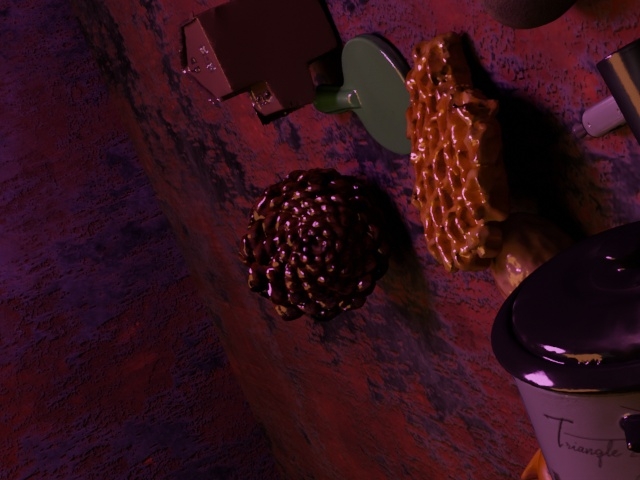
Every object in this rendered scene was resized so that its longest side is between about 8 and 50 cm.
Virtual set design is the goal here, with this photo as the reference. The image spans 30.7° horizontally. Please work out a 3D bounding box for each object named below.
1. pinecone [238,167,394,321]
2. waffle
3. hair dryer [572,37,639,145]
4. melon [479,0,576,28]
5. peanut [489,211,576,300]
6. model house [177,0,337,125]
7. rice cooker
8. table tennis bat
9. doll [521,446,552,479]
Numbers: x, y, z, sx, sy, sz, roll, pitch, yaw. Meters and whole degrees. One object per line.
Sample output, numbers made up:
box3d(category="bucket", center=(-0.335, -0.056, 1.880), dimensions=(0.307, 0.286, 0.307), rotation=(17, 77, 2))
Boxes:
box3d(category="pinecone", center=(0.000, 0.000, 1.654), dimensions=(0.221, 0.221, 0.221), rotation=(54, 160, 29))
box3d(category="waffle", center=(0.140, -0.091, 1.213), dimensions=(0.253, 0.056, 0.249), rotation=(-135, 42, -76))
box3d(category="hair dryer", center=(0.259, -0.107, 1.001), dimensions=(0.100, 0.057, 0.197), rotation=(64, 171, 1))
box3d(category="melon", center=(0.175, -0.230, 0.970), dimensions=(0.098, 0.098, 0.131), rotation=(59, 160, 15))
box3d(category="peanut", center=(0.256, 0.067, 1.159), dimensions=(0.263, 0.101, 0.117), rotation=(52, 148, 41))
box3d(category="model house", center=(-0.099, -0.246, 1.604), dimensions=(0.176, 0.180, 0.248), rotation=(67, 162, -10))
box3d(category="rice cooker", center=(0.271, 0.098, 0.928), dimensions=(0.280, 0.241, 0.227), rotation=(-65, -44, -60))
box3d(category="table tennis bat", center=(0.058, -0.184, 1.488), dimensions=(0.257, 0.039, 0.160), rotation=(9, 124, 63))
box3d(category="doll", center=(0.324, 0.254, 1.128), dimensions=(0.270, 0.166, 0.162), rotation=(51, 157, 44))
